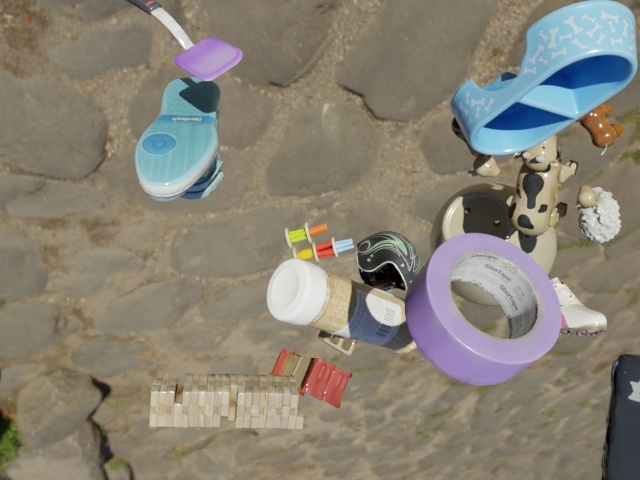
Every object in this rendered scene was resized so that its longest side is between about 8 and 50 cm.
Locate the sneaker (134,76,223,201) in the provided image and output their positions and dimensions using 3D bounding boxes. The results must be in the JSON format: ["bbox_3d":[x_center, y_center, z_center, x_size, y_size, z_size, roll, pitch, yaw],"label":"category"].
[{"bbox_3d":[-0.231,-0.122,1.151,0.127,0.319,0.208,7,131,0],"label":"sneaker"}]

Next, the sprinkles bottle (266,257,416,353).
[{"bbox_3d":[0.061,0.139,1.330,0.355,0.121,0.121,22,132,-40],"label":"sprinkles bottle"}]

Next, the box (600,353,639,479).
[{"bbox_3d":[0.614,0.294,0.613,0.472,0.297,0.480,10,177,-20],"label":"box"}]

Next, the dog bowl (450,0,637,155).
[{"bbox_3d":[0.323,-0.219,0.969,0.166,0.074,0.297,7,154,-31],"label":"dog bowl"}]

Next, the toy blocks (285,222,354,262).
[{"bbox_3d":[0.000,0.000,1.623,0.148,0.054,0.123,-15,134,5],"label":"toy blocks"}]

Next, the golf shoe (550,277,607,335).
[{"bbox_3d":[0.376,0.103,1.060,0.068,0.085,0.186,2,-176,-25],"label":"golf shoe"}]

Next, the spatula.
[{"bbox_3d":[-0.235,-0.333,1.013,0.084,0.296,0.030,-40,159,-23],"label":"spatula"}]

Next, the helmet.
[{"bbox_3d":[0.184,0.056,1.779,0.162,0.169,0.169,-10,150,9],"label":"helmet"}]

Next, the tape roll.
[{"bbox_3d":[0.213,0.089,0.880,0.189,0.188,0.080,-3,150,-20],"label":"tape roll"}]

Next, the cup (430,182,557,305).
[{"bbox_3d":[0.422,-0.012,1.698,0.331,0.331,0.237,-26,159,15],"label":"cup"}]

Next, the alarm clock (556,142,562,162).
[{"bbox_3d":[0.528,-0.155,1.557,0.064,0.192,0.129,8,138,21],"label":"alarm clock"}]

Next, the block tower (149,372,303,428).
[{"bbox_3d":[-0.207,0.360,1.498,0.336,0.091,0.097,4,107,-8],"label":"block tower"}]

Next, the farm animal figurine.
[{"bbox_3d":[0.422,-0.152,1.344,0.330,0.326,0.172,4,-160,41],"label":"farm animal figurine"}]

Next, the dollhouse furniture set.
[{"bbox_3d":[0.019,0.314,2.095,0.152,0.374,0.201,33,164,-33],"label":"dollhouse furniture set"}]
